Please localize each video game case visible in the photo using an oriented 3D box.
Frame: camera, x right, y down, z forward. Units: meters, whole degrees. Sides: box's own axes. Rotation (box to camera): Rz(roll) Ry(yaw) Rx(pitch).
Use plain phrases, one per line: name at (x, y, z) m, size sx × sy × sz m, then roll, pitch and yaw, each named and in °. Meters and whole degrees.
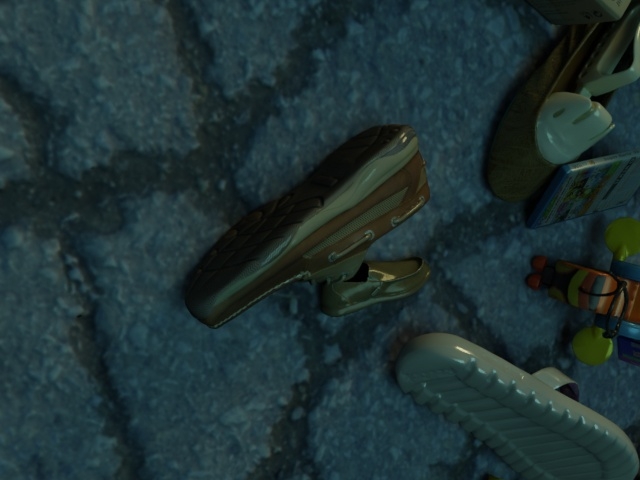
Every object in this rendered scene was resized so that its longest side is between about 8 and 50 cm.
video game case at (0.362, -0.071, 1.064) m, size 0.166 × 0.015 × 0.119 m, roll -14°, pitch 149°, yaw -21°

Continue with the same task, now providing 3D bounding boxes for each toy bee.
toy bee at (0.373, 0.054, 1.080) m, size 0.298 × 0.162 × 0.195 m, roll 42°, pitch 73°, yaw -50°

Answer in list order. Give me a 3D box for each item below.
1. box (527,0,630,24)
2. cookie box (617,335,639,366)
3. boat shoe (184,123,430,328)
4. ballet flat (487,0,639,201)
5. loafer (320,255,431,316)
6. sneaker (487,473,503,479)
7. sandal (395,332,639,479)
box at (0.238, -0.395, 0.922) m, size 0.311 × 0.121 × 0.148 m, roll 29°, pitch 89°, yaw -26°
cookie box at (0.504, 0.152, 1.173) m, size 0.107 × 0.092 × 0.040 m, roll -15°, pitch 103°, yaw -20°
boat shoe at (0.000, 0.000, 0.902) m, size 0.324 × 0.123 × 0.116 m, roll -37°, pitch 115°, yaw -11°
ballet flat at (0.335, -0.193, 1.007) m, size 0.116 × 0.124 × 0.342 m, roll 38°, pitch 85°, yaw -27°
loafer at (0.066, 0.047, 0.974) m, size 0.148 × 0.056 × 0.050 m, roll -21°, pitch 115°, yaw -19°
sneaker at (0.299, 0.383, 1.147) m, size 0.175 × 0.064 × 0.067 m, roll 32°, pitch 77°, yaw -29°
sandal at (0.279, 0.217, 1.075) m, size 0.416 × 0.169 × 0.102 m, roll 36°, pitch 45°, yaw -26°
